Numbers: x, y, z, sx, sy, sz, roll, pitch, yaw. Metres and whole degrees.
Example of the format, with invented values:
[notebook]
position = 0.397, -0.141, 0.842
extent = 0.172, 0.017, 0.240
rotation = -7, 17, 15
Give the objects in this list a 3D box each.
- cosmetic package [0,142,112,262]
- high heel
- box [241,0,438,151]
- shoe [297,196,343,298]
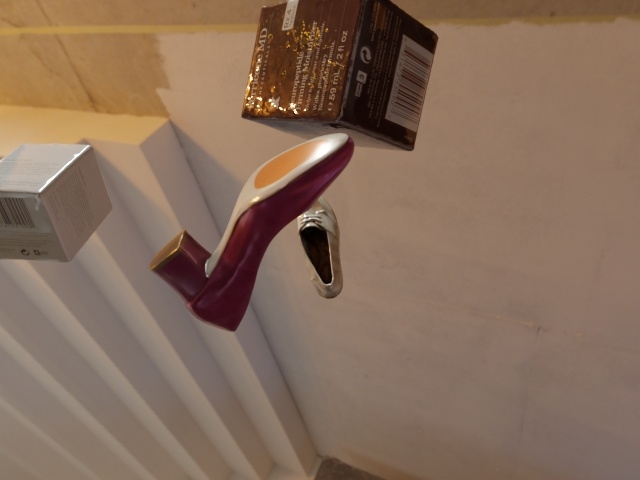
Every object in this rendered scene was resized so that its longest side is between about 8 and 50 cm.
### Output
[cosmetic package]
position = -0.516, -0.075, 0.933
extent = 0.151, 0.183, 0.151
rotation = 3, -53, 7
[high heel]
position = -0.046, 0.002, 0.485
extent = 0.244, 0.082, 0.117
rotation = -36, -64, 15
[box]
position = 0.025, -0.230, 0.705
extent = 0.203, 0.168, 0.167
rotation = 15, 6, 44
[shoe]
position = 0.000, 0.000, 0.945
extent = 0.077, 0.219, 0.058
rotation = -17, -23, 9
